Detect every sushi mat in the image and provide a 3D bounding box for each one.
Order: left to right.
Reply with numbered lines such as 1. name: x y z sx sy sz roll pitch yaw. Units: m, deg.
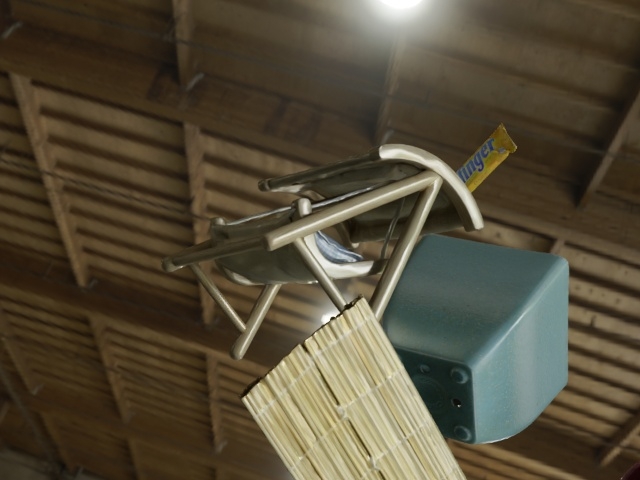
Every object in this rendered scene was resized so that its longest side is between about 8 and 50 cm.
1. sushi mat: 0.054 0.218 0.853 0.316 0.151 0.019 61 -18 -21

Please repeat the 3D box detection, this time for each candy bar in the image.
1. candy bar: 0.175 -0.073 1.070 0.018 0.040 0.161 10 -47 -45

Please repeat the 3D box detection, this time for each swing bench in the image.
1. swing bench: 0.000 0.000 1.008 0.253 0.255 0.165 -11 -62 55

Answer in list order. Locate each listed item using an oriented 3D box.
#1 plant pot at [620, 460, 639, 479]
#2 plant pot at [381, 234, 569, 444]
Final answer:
1. plant pot: 0.581 0.447 1.348 0.180 0.201 0.201 15 -31 -18
2. plant pot: 0.219 0.167 1.345 0.248 0.252 0.247 10 -58 31
